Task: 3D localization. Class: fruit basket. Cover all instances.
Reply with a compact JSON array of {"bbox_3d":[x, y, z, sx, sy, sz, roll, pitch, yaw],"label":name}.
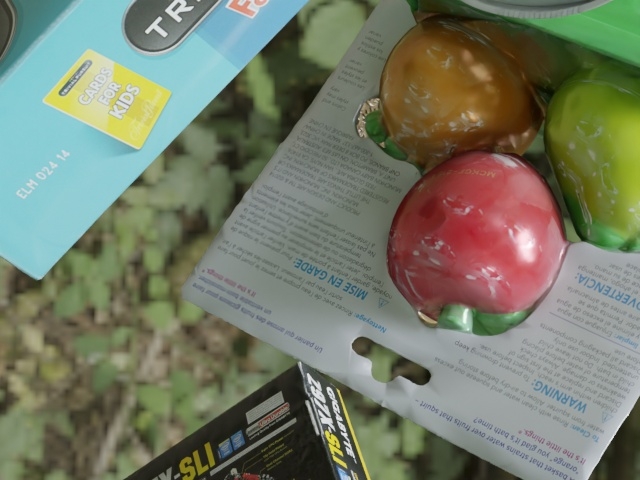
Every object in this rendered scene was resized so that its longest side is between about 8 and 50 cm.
[{"bbox_3d":[0.126,-0.039,1.248,0.353,0.327,0.165,-59,147,-10],"label":"fruit basket"}]

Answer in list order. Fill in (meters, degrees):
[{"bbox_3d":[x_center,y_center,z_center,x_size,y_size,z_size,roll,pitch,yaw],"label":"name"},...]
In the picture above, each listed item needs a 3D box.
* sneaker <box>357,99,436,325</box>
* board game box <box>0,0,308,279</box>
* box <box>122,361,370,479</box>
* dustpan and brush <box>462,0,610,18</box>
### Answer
[{"bbox_3d":[0.044,-0.019,1.565,0.064,0.086,0.192,-20,92,-39],"label":"sneaker"},{"bbox_3d":[-0.061,-0.185,0.786,0.079,0.336,0.254,39,10,-39],"label":"board game box"},{"bbox_3d":[-0.094,0.303,1.773,0.079,0.322,0.257,41,20,-42],"label":"box"},{"bbox_3d":[0.168,-0.176,1.040,0.060,0.211,0.147,-15,122,-63],"label":"dustpan and brush"}]
